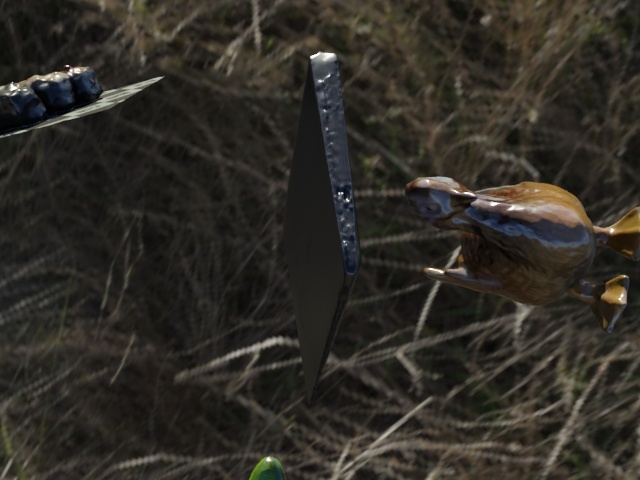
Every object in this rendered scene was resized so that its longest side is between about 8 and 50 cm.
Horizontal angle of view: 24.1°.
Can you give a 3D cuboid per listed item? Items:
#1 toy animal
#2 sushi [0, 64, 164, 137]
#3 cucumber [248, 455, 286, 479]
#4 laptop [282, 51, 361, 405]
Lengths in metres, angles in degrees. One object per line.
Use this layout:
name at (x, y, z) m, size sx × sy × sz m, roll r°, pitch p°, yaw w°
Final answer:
toy animal at (0.117, -0.003, 1.005) m, size 0.179 × 0.188 × 0.089 m, roll 18°, pitch 81°, yaw -18°
sushi at (-0.304, -0.153, 1.598) m, size 0.231 × 0.219 × 0.047 m, roll -13°, pitch 102°, yaw 13°
cucumber at (-0.058, 0.321, 1.399) m, size 0.056 × 0.056 × 0.250 m, roll 6°, pitch 94°, yaw -16°
laptop at (0.000, 0.000, 0.850) m, size 0.016 × 0.197 × 0.135 m, roll -4°, pitch 66°, yaw -8°
